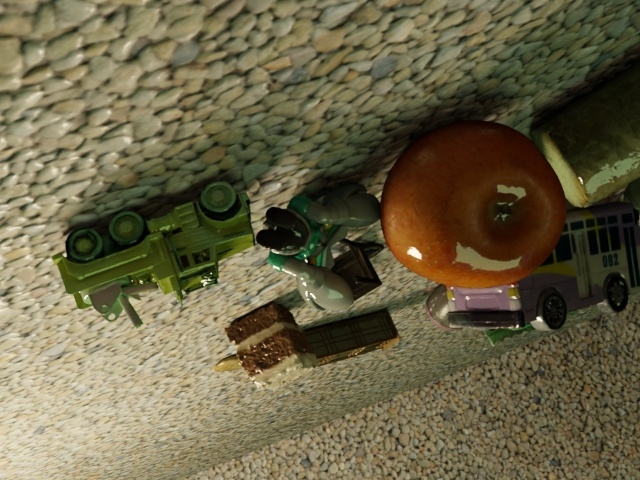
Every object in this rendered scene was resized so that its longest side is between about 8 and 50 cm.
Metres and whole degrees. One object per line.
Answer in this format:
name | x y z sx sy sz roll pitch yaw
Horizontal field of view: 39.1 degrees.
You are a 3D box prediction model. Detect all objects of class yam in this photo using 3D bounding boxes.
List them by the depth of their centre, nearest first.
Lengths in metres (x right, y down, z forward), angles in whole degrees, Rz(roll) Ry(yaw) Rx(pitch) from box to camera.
yam | 0.485 -0.179 1.419 0.304 0.168 0.168 -33 160 22

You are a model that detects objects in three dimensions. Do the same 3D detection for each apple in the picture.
apple | 0.226 -0.049 1.316 0.272 0.206 0.251 21 102 -20

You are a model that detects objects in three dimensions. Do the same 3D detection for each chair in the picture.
chair | 0.069 0.059 1.658 0.084 0.101 0.212 -32 159 22

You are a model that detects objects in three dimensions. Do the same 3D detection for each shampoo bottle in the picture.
shampoo bottle | 0.747 -0.095 2.091 0.118 0.087 0.234 -22 161 -9

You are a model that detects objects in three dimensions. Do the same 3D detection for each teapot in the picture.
teapot | 0.346 0.141 2.218 0.148 0.116 0.146 -9 145 -28

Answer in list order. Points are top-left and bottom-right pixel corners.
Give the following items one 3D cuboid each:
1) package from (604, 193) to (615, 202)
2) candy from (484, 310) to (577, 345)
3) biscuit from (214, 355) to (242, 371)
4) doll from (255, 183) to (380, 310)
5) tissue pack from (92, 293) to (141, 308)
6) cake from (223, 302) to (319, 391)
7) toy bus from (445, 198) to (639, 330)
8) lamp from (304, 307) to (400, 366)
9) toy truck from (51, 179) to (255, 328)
package | 0.647 -0.096 2.059 0.083 0.029 0.059 -26 167 -23
candy | 0.520 0.091 2.224 0.263 0.172 0.398 -26 149 -8
biscuit | -0.185 0.282 2.094 0.147 0.018 0.071 -1 148 -48
doll | -0.007 0.018 1.342 0.258 0.153 0.195 -34 147 -55
tissue pack | -0.322 0.088 1.378 0.056 0.023 0.108 -26 161 6
cake | -0.098 0.220 1.824 0.135 0.147 0.135 -27 163 11
toy bus | 0.477 0.043 1.877 0.440 0.249 0.209 -9 -179 -35
lamp | 0.037 0.246 2.157 0.325 0.089 0.090 -11 158 -35
toy truck | -0.203 0.028 1.190 0.260 0.135 0.128 -24 162 -12
